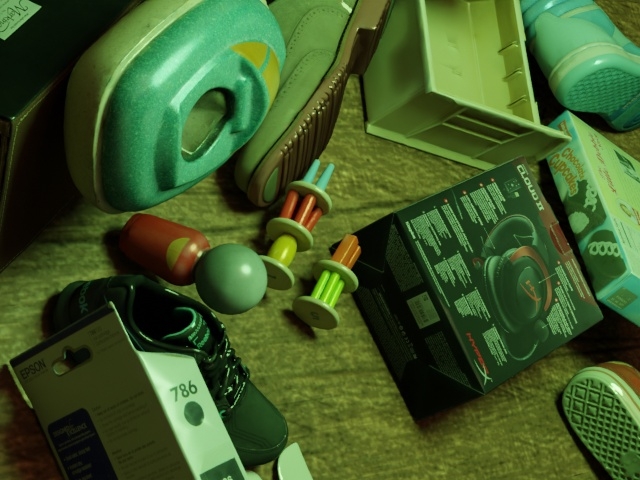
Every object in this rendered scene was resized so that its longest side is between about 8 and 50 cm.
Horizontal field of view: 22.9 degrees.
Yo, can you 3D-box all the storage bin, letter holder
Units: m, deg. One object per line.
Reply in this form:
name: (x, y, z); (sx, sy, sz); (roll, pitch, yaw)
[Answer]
storage bin: (0.171, -0.238, 1.917); (0.260, 0.123, 0.262); (14, 59, -39)
letter holder: (-0.271, -0.141, 1.435); (0.152, 0.214, 0.302); (26, 45, 9)

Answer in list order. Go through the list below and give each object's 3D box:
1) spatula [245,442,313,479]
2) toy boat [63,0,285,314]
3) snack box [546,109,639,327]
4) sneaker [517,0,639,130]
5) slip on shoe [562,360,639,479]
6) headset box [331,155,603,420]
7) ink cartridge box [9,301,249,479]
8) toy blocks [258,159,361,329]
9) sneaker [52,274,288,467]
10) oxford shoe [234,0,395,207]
spatula: (-0.030, 0.326, 1.502); (0.168, 0.019, 0.242); (-15, 81, -53)
toy boat: (-0.109, -0.076, 1.412); (0.148, 0.318, 0.267); (24, 44, 21)
snack box: (0.385, -0.011, 1.977); (0.187, 0.060, 0.322); (31, 30, -30)
sneaker: (0.370, -0.269, 2.134); (0.319, 0.127, 0.208); (12, 44, -58)
slip on shoe: (0.412, 0.283, 1.886); (0.331, 0.123, 0.101); (57, 38, 2)
headset box: (0.179, 0.044, 1.784); (0.293, 0.110, 0.218); (-25, 88, -48)
ink cartridge box: (-0.134, 0.219, 1.344); (0.065, 0.165, 0.333); (-22, 87, -48)
toy blocks: (0.000, 0.000, 1.651); (0.123, 0.054, 0.148); (42, 57, -25)
sneaker: (-0.121, 0.122, 1.455); (0.267, 0.106, 0.101); (38, 46, -26)
oxford shoe: (-0.031, -0.180, 1.724); (0.130, 0.123, 0.348); (24, 52, 6)
